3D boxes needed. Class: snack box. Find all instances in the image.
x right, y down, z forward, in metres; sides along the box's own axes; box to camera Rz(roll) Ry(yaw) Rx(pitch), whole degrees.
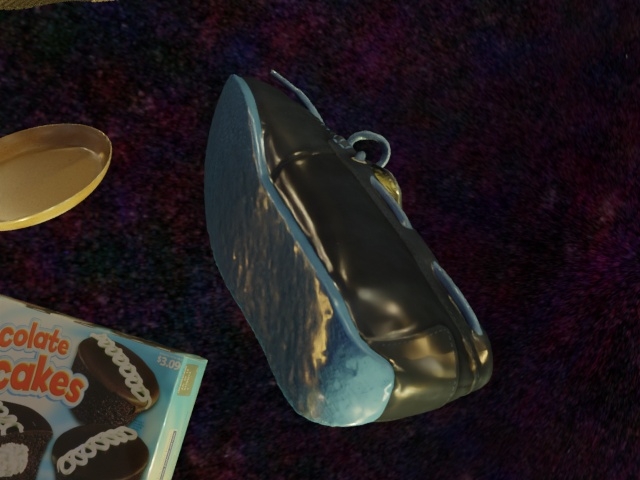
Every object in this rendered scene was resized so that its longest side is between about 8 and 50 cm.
[{"bbox_3d":[-0.286,0.159,0.797,0.321,0.060,0.187,14,83,18],"label":"snack box"}]

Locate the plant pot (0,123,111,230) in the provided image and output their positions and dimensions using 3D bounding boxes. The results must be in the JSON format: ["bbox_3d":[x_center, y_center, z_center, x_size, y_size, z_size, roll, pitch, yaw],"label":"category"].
[{"bbox_3d":[-0.392,-0.083,1.104,0.236,0.236,0.032,9,132,22],"label":"plant pot"}]

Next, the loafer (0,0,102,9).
[{"bbox_3d":[-0.358,-0.365,1.086,0.102,0.268,0.092,-8,96,47],"label":"loafer"}]

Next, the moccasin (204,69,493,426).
[{"bbox_3d":[0.000,0.000,0.559,0.342,0.116,0.138,-114,36,-47],"label":"moccasin"}]
